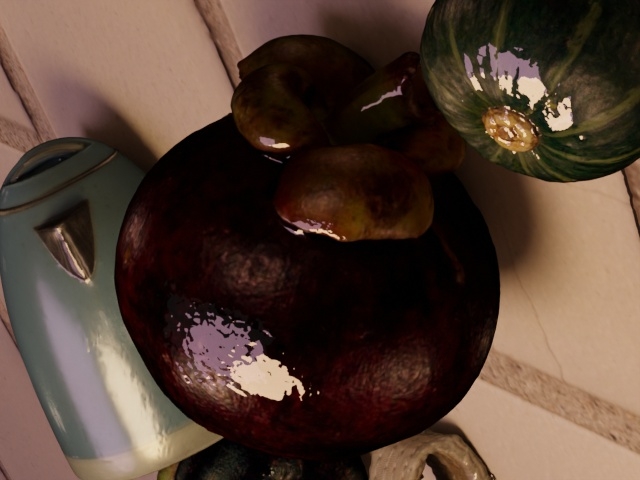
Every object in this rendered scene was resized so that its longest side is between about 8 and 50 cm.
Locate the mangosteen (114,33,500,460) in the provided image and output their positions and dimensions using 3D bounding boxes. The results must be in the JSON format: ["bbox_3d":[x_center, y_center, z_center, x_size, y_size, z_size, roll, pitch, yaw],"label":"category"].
[{"bbox_3d":[0.000,0.000,1.393,0.307,0.307,0.347,33,122,35],"label":"mangosteen"}]

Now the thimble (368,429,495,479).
[{"bbox_3d":[0.106,0.246,1.763,0.090,0.102,0.115,-4,93,63],"label":"thimble"}]

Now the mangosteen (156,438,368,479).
[{"bbox_3d":[-0.061,0.273,1.966,0.243,0.243,0.243,40,155,23],"label":"mangosteen"}]

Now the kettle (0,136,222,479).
[{"bbox_3d":[-0.227,0.043,1.944,0.319,0.247,0.342,-116,1,-77],"label":"kettle"}]

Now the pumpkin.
[{"bbox_3d":[0.146,-0.109,1.130,0.167,0.125,0.167,28,144,23],"label":"pumpkin"}]
